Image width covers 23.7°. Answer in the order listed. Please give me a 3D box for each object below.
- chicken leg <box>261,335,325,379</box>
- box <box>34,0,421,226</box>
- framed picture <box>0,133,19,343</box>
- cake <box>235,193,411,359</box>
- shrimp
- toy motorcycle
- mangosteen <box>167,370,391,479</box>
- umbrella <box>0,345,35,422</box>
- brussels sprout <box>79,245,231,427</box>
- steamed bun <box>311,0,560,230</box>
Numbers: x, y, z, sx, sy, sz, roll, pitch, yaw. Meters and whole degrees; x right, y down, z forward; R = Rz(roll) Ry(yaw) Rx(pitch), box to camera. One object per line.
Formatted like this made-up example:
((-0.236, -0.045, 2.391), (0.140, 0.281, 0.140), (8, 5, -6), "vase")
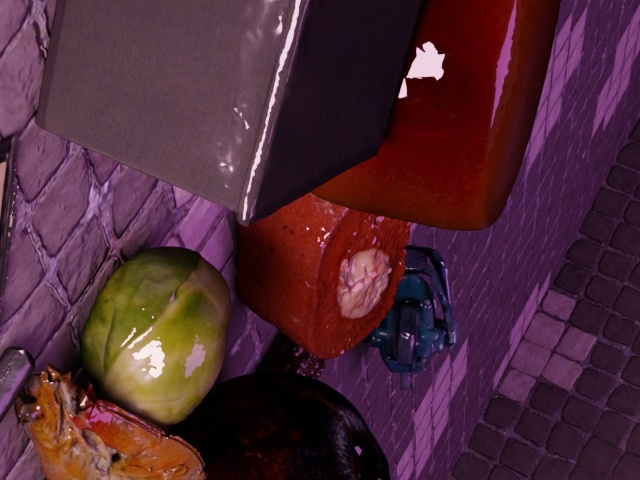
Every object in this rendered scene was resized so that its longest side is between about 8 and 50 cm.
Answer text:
((-0.049, 0.188, 1.954), (0.234, 0.063, 0.105), (-58, 156, -20), "chicken leg")
((-0.047, -0.226, 1.176), (0.251, 0.204, 0.345), (-35, 144, -59), "box")
((-0.288, 0.036, 1.122), (0.195, 0.010, 0.199), (-41, 149, -55), "framed picture")
((0.000, 0.000, 1.709), (0.177, 0.151, 0.283), (-28, 144, -37), "cake")
((-0.196, 0.186, 1.388), (0.294, 0.154, 0.062), (66, 20, -58), "shrimp")
((0.133, 0.108, 2.280), (0.260, 0.154, 0.206), (77, 16, -74), "toy motorcycle")
((-0.066, 0.295, 1.715), (0.300, 0.300, 0.300), (-55, 160, -33), "mangosteen")
((-0.279, 0.144, 1.256), (0.036, 0.031, 0.133), (48, 64, -43), "umbrella")
((-0.154, 0.094, 1.414), (0.145, 0.131, 0.183), (-110, -139, -83), "brussels sprout")
((0.095, -0.184, 1.415), (0.248, 0.235, 0.379), (-57, 158, -62), "steamed bun")
